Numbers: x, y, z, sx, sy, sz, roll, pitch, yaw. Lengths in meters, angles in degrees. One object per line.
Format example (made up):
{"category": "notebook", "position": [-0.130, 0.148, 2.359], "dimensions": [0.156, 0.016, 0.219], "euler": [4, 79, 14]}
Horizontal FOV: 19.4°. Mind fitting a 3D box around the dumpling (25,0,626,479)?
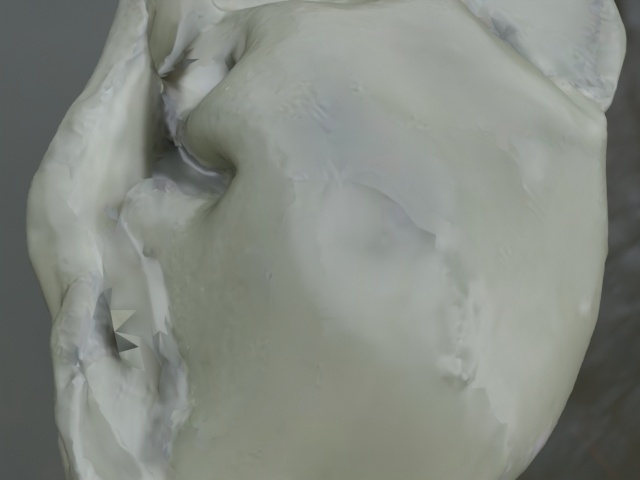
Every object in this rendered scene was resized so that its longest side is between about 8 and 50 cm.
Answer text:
{"category": "dumpling", "position": [0.000, 0.000, 0.518], "dimensions": [0.162, 0.132, 0.250], "euler": [28, 59, -6]}
